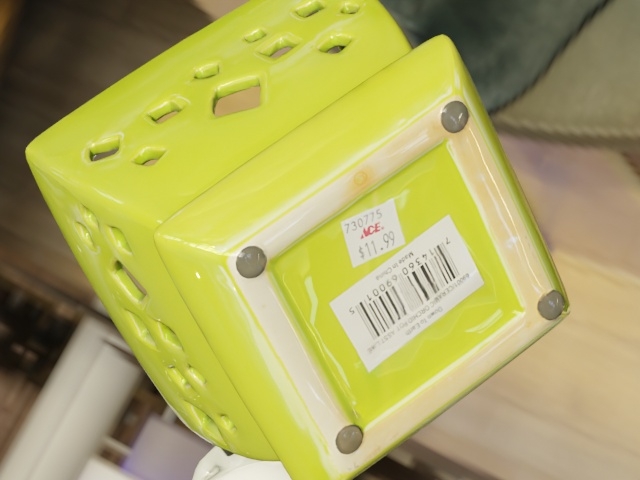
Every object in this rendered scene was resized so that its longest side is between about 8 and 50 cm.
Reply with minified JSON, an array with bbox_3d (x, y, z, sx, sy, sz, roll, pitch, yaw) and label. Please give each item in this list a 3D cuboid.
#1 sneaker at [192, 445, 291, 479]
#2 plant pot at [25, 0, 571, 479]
[{"bbox_3d":[-0.107,0.287,1.311,0.122,0.146,0.330,23,129,-20],"label":"sneaker"},{"bbox_3d":[0.000,0.000,0.991,0.207,0.228,0.227,31,152,59],"label":"plant pot"}]
